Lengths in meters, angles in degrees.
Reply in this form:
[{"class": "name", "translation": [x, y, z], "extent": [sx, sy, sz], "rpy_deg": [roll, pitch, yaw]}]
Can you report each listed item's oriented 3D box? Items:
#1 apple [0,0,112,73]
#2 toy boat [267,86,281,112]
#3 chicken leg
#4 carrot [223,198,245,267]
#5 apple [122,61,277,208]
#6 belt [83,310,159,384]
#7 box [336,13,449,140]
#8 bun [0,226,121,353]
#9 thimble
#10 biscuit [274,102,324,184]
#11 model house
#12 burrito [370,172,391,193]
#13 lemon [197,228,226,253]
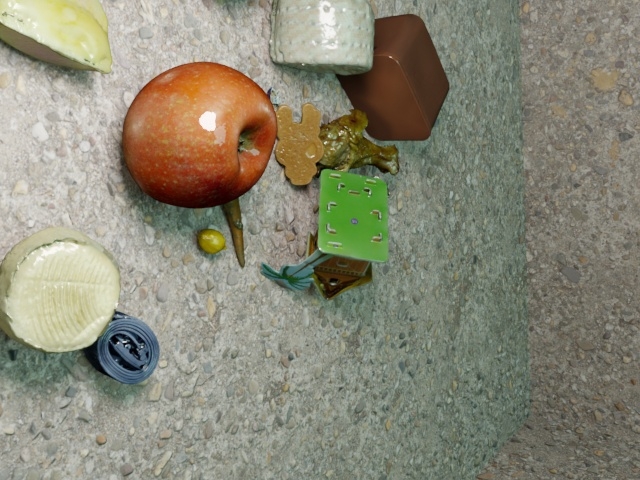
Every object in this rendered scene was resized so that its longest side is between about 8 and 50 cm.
[{"class": "apple", "translation": [-0.538, -0.449, 1.403], "extent": [0.265, 0.120, 0.193], "rpy_deg": [18, 69, -53]}, {"class": "toy boat", "translation": [-0.126, -0.389, 1.986], "extent": [0.038, 0.038, 0.083], "rpy_deg": [-45, 129, -38]}, {"class": "chicken leg", "translation": [0.109, -0.299, 2.192], "extent": [0.361, 0.140, 0.211], "rpy_deg": [-9, 125, -41]}, {"class": "carrot", "translation": [-0.228, -0.040, 1.910], "extent": [0.049, 0.049, 0.254], "rpy_deg": [-34, 125, -44]}, {"class": "apple", "translation": [-0.267, -0.233, 1.615], "extent": [0.348, 0.277, 0.348], "rpy_deg": [-44, 143, -46]}, {"class": "belt", "translation": [-0.457, 0.241, 1.629], "extent": [0.141, 0.082, 0.190], "rpy_deg": [-57, 136, -25]}, {"class": "box", "translation": [0.238, -0.515, 2.263], "extent": [0.339, 0.240, 0.229], "rpy_deg": [57, 51, -38]}, {"class": "bun", "translation": [-0.542, 0.096, 1.447], "extent": [0.259, 0.152, 0.259], "rpy_deg": [-8, 102, -38]}, {"class": "thimble", "translation": [0.005, -0.561, 1.945], "extent": [0.292, 0.292, 0.195], "rpy_deg": [-5, 100, -51]}, {"class": "biscuit", "translation": [-0.060, -0.273, 2.027], "extent": [0.040, 0.144, 0.236], "rpy_deg": [-107, -167, -64]}, {"class": "model house", "translation": [0.000, 0.000, 2.108], "extent": [0.323, 0.340, 0.300], "rpy_deg": [111, -15, -51]}, {"class": "burrito", "translation": [0.157, -0.102, 2.343], "extent": [0.144, 0.089, 0.228], "rpy_deg": [48, 57, -60]}, {"class": "lemon", "translation": [-0.278, 0.003, 1.830], "extent": [0.092, 0.065, 0.065], "rpy_deg": [27, 74, -40]}]
